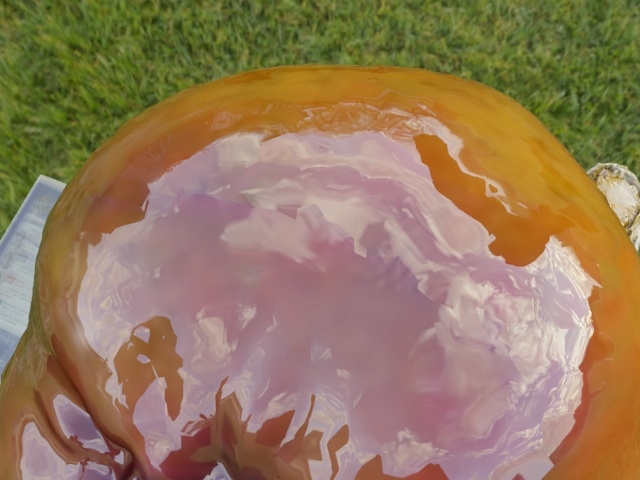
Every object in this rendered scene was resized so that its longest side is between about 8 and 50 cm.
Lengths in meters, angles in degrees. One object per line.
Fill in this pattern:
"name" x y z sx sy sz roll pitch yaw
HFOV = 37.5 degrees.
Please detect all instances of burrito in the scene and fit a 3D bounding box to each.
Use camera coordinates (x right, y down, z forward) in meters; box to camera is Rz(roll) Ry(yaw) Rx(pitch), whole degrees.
"burrito" 0.269 0.043 1.115 0.105 0.143 0.299 39 111 4

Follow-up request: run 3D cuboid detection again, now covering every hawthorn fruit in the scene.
"hawthorn fruit" 0.012 0.088 0.657 0.472 0.471 0.471 0 70 -1

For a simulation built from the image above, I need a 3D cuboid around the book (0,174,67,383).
"book" -0.431 0.065 1.430 0.228 0.018 0.322 20 75 32
